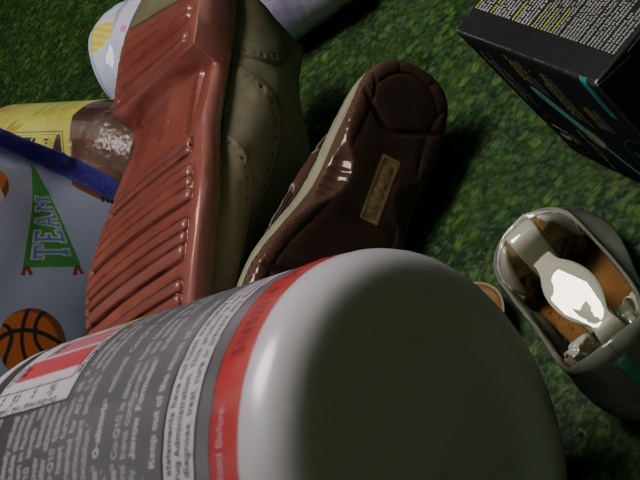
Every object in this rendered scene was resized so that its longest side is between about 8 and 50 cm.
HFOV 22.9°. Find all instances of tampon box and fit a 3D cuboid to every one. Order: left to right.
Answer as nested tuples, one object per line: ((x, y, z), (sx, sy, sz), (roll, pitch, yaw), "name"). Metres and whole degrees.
((0.179, -0.105, 0.894), (0.101, 0.120, 0.161), (-49, 28, -1), "tampon box")

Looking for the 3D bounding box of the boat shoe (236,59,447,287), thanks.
((0.007, 0.004, 1.052), (0.257, 0.095, 0.095), (-60, 10, -23), "boat shoe")

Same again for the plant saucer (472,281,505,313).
((0.079, 0.062, 0.935), (0.083, 0.015, 0.083), (-34, 31, 24), "plant saucer")

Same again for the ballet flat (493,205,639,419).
((0.134, 0.019, 0.857), (0.072, 0.068, 0.213), (-44, 28, 8), "ballet flat")

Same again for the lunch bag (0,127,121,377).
((-0.353, 0.085, 1.242), (0.385, 0.239, 0.328), (-13, 50, 57), "lunch bag")

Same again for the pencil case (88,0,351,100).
((-0.079, -0.207, 1.376), (0.273, 0.124, 0.113), (-32, 6, 32), "pencil case")

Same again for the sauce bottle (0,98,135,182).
((-0.192, -0.070, 1.372), (0.344, 0.111, 0.111), (1, 55, 50), "sauce bottle")

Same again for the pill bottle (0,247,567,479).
((-0.070, 0.141, 0.836), (0.363, 0.210, 0.210), (-18, 40, 43), "pill bottle")

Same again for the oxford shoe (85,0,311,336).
((-0.066, -0.021, 1.116), (0.140, 0.146, 0.397), (-27, 48, 44), "oxford shoe")
